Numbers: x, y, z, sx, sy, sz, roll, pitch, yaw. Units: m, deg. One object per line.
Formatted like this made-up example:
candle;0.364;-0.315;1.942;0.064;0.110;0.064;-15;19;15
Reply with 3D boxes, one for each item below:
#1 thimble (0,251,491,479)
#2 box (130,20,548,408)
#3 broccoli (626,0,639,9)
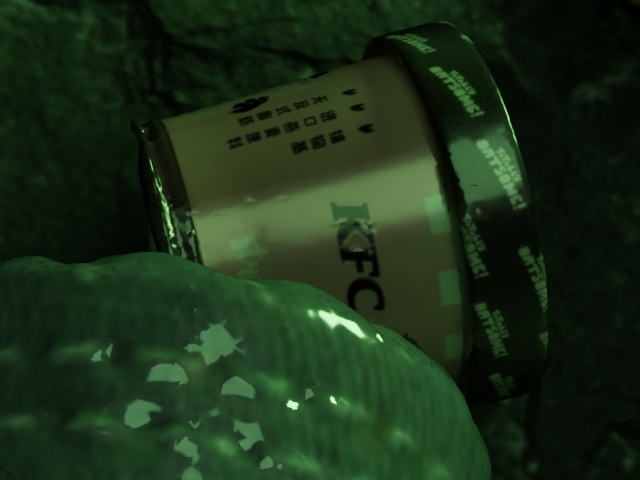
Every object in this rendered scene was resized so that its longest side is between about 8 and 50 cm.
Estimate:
thimble;-0.060;0.123;0.574;0.205;0.236;0.172;18;61;-11
box;0.000;0.000;0.705;0.135;0.151;0.151;-11;66;-9
broccoli;0.250;-0.178;0.805;0.235;0.260;0.288;-28;116;-37
